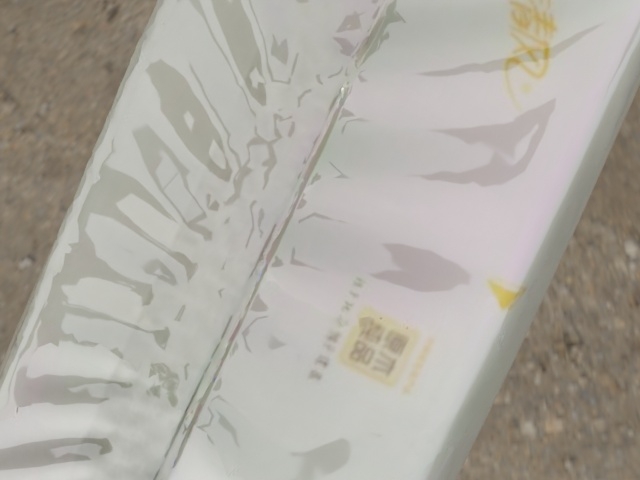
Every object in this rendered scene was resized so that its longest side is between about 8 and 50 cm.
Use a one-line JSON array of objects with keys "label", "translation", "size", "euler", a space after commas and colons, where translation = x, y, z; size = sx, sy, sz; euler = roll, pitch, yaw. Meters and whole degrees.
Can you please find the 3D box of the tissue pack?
[{"label": "tissue pack", "translation": [0.000, 0.000, 0.500], "size": [0.124, 0.185, 0.225], "euler": [25, 102, 4]}]
